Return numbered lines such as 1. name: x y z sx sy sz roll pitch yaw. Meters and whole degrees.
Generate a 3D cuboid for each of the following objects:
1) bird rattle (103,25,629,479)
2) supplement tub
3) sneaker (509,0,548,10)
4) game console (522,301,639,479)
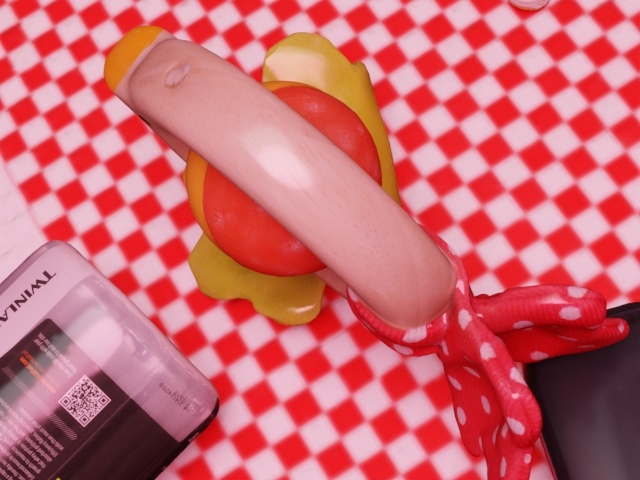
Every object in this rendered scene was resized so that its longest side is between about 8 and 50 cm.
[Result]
1. bird rattle: 0.000 0.000 0.530 0.143 0.207 0.253 -45 42 4
2. supplement tub: -0.149 0.102 0.569 0.117 0.117 0.190 42 80 21
3. sneaker: 0.125 -0.166 0.671 0.031 0.037 0.083 15 71 16
4. game console: 0.312 0.141 0.504 0.386 0.060 0.342 -15 67 0
